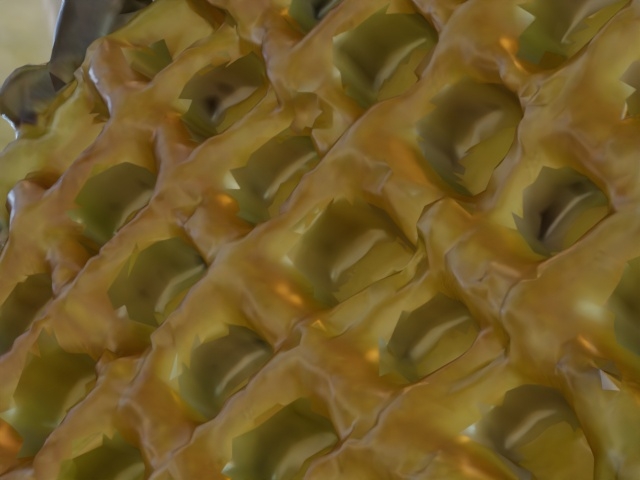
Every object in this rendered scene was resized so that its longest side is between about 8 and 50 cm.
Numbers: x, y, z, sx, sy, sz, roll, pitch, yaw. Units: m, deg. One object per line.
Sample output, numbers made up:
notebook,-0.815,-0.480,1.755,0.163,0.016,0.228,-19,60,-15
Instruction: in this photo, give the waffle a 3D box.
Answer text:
waffle,0.001,-0.009,0.449,0.329,0.062,0.329,-26,-134,29
